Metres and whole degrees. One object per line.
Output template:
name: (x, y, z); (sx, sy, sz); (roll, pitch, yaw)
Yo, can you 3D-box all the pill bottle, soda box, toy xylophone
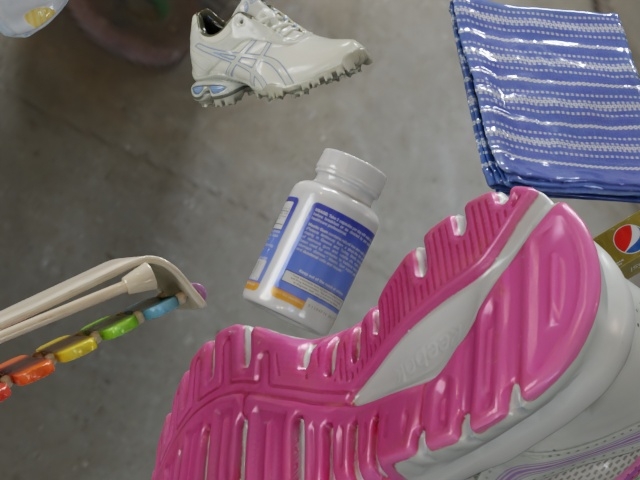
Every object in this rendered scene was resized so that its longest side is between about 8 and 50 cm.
pill bottle: (0.000, 0.000, 2.399); (0.152, 0.152, 0.272); (28, 83, -17)
soda box: (0.458, -0.006, 2.129); (0.181, 0.058, 0.061); (-30, 62, -4)
toy xylophone: (-0.271, 0.098, 1.562); (0.322, 0.236, 0.081); (-25, 97, -13)

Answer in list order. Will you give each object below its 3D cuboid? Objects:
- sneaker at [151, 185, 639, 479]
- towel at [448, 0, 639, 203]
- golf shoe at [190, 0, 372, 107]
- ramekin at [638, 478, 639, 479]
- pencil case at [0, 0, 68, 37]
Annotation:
sneaker: (0.029, 0.079, 0.535); (0.111, 0.252, 0.103); (28, 53, -31)
towel: (0.295, -0.178, 1.869); (0.243, 0.040, 0.336); (4, 49, -13)
golf shoe: (-0.041, -0.156, 1.217); (0.069, 0.176, 0.086); (-28, 111, -50)
ramekin: (0.520, 0.386, 1.956); (0.303, 0.148, 0.303); (14, 11, -3)
pencil case: (-0.405, -0.356, 1.765); (0.273, 0.113, 0.124); (46, 47, -44)
